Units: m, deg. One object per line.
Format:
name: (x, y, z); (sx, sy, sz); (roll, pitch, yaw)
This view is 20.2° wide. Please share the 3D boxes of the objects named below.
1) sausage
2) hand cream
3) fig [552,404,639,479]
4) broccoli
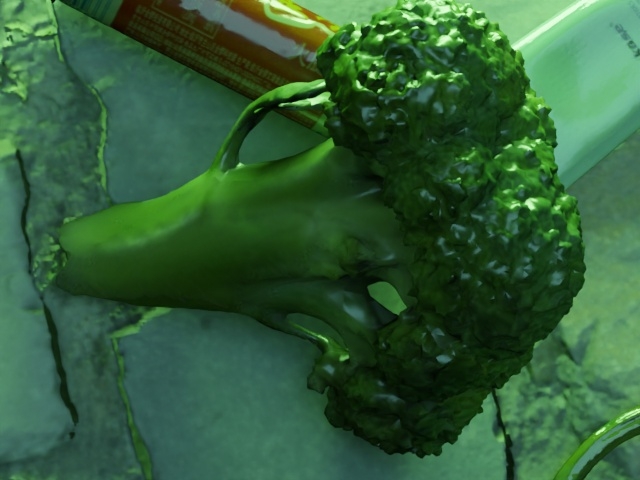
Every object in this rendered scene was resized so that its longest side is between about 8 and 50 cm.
sausage: (-0.041, -0.128, 1.171); (0.264, 0.083, 0.083); (27, 73, -10)
hand cream: (0.215, -0.135, 1.249); (0.320, 0.067, 0.109); (-37, 90, -14)
fig: (0.265, 0.120, 1.188); (0.245, 0.149, 0.149); (-11, 80, 3)
broccoli: (0.034, 0.003, 1.116); (0.254, 0.302, 0.186); (52, 41, -11)
